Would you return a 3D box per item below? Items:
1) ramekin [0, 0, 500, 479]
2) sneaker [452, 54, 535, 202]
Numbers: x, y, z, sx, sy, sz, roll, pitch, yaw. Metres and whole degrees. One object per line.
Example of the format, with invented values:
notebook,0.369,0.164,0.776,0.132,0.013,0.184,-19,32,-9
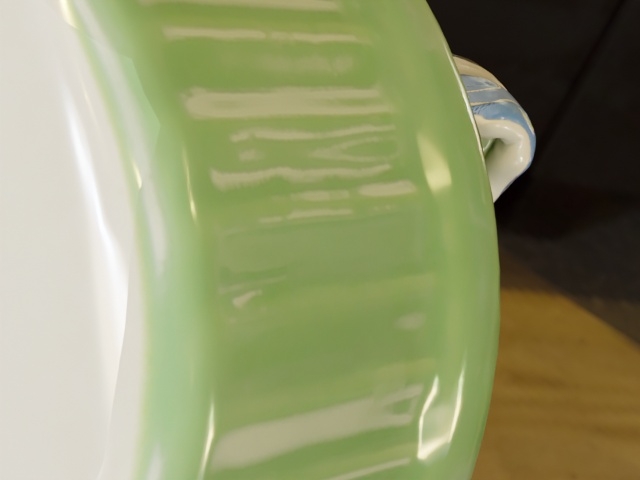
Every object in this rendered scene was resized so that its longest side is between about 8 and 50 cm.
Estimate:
ramekin,-0.121,0.014,0.474,0.303,0.303,0.148,38,16,17
sneaker,0.000,0.000,0.790,0.080,0.211,0.081,49,-5,-23
